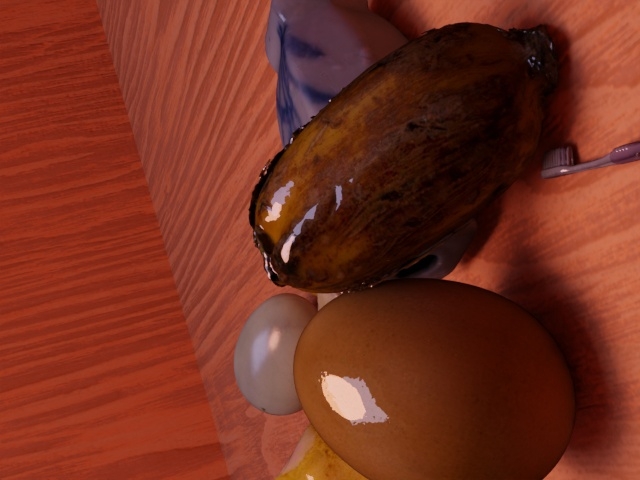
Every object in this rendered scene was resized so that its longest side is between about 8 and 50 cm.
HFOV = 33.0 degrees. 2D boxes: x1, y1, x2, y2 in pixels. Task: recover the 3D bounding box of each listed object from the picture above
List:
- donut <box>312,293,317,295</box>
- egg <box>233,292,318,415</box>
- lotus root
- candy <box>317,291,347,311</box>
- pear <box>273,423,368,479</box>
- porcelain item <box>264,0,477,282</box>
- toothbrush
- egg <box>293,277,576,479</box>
[{"bbox_3d":[0.000,-0.001,1.839,0.174,0.074,0.190,-132,29,-54],"label":"donut"},{"bbox_3d":[-0.070,0.213,2.027,0.183,0.182,0.264,-122,32,-44],"label":"egg"},{"bbox_3d":[0.085,-0.089,1.150,0.196,0.397,0.179,60,-161,16],"label":"lotus root"},{"bbox_3d":[0.108,0.187,1.553,0.321,0.135,0.180,-122,24,-45],"label":"candy"},{"bbox_3d":[0.039,0.399,1.728,0.271,0.271,0.271,166,90,-72],"label":"pear"},{"bbox_3d":[0.054,-0.139,1.402,0.243,0.178,0.405,108,146,-61],"label":"porcelain item"},{"bbox_3d":[0.290,-0.087,0.979,0.354,0.024,0.029,171,94,-73],"label":"toothbrush"},{"bbox_3d":[0.124,0.166,1.214,0.250,0.322,0.250,16,-90,-79],"label":"egg"}]
